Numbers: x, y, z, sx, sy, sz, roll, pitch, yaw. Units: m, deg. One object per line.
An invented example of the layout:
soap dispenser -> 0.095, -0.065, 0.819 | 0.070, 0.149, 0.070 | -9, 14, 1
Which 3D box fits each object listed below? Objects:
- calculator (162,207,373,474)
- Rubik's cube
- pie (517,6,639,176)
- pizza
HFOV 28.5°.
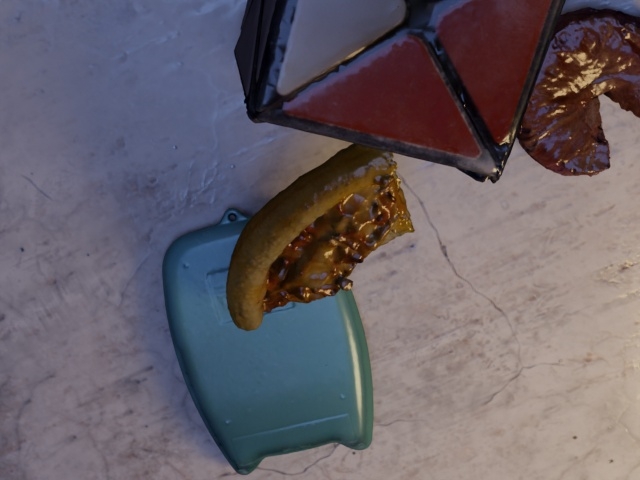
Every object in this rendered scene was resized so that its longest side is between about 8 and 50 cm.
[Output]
calculator -> -0.070, 0.137, 1.694 | 0.256, 0.054, 0.386 | -13, 107, 6
Rubik's cube -> 0.084, -0.272, 1.387 | 0.305, 0.310, 0.307 | 11, 111, -12
pie -> 0.335, -0.182, 1.557 | 0.204, 0.054, 0.218 | 35, 108, -12
pizza -> 0.000, 0.000, 1.530 | 0.182, 0.074, 0.365 | 23, 131, -31
